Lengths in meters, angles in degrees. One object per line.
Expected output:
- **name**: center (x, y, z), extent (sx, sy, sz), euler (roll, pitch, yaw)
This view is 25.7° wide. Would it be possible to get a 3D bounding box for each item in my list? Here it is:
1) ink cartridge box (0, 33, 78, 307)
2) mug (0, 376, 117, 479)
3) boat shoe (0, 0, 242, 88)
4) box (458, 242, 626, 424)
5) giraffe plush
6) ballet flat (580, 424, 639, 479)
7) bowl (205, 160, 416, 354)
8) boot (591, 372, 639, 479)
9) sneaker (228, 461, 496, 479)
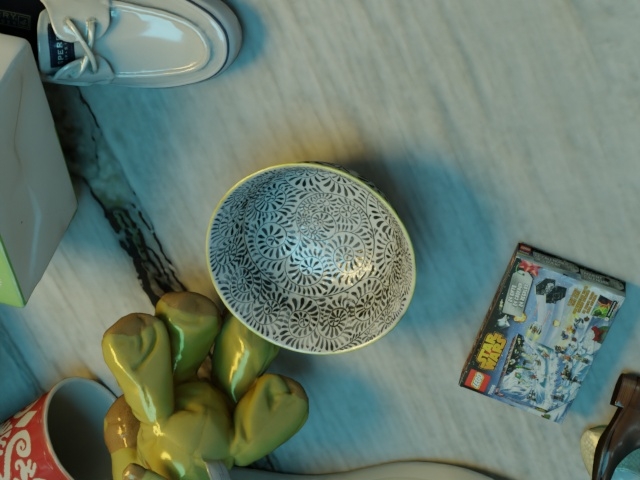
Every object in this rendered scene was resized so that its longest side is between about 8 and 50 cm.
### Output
- **ink cartridge box**: center (-0.391, -0.082, 1.110), extent (0.353, 0.119, 0.207), euler (12, 144, 13)
- **mug**: center (-0.256, 0.224, 1.293), extent (0.169, 0.113, 0.150), euler (-29, 105, 29)
- **boat shoe**: center (-0.193, -0.155, 1.084), extent (0.258, 0.084, 0.095), euler (5, 118, 12)
- **box**: center (0.180, 0.078, 1.147), extent (0.094, 0.027, 0.137), euler (21, 121, 1)
- **giraffe plush**: center (-0.121, 0.167, 1.192), extent (0.181, 0.210, 0.170), euler (9, 151, -25)
- **ballet flat**: center (0.274, 0.231, 1.192), extent (0.057, 0.052, 0.168), euler (-27, 108, 25)
- **bowl**: center (0.000, 0.000, 1.122), extent (0.170, 0.080, 0.170), euler (6, 119, 12)
- **boot**: center (0.288, 0.172, 1.150), extent (0.114, 0.037, 0.106), euler (17, 94, 2)
- **sneaker**: center (0.007, 0.288, 1.235), extent (0.366, 0.150, 0.135), euler (-4, 117, 16)
